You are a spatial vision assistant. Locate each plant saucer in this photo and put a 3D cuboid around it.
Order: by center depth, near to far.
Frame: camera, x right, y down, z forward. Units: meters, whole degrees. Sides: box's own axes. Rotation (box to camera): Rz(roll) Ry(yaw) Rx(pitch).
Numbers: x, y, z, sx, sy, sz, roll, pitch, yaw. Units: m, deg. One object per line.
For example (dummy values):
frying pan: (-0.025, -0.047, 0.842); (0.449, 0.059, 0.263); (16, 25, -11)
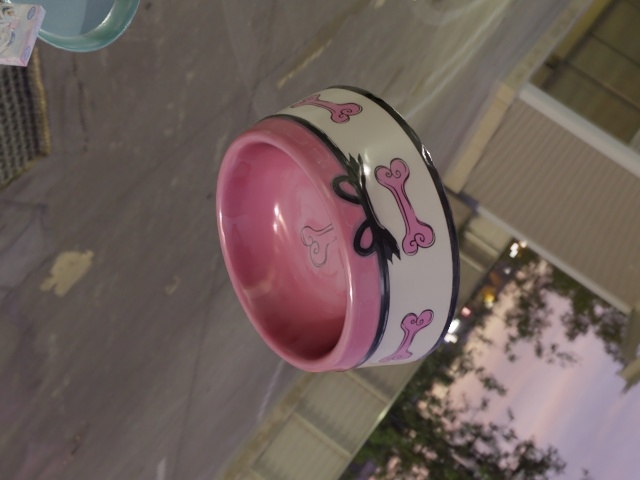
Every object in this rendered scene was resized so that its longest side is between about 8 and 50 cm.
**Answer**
plant saucer: (-0.419, -0.465, 1.452); (0.317, 0.044, 0.317); (-5, 96, -55)

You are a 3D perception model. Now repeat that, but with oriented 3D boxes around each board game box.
board game box: (-0.439, -0.289, 1.249); (0.020, 0.090, 0.090); (57, 43, -65)

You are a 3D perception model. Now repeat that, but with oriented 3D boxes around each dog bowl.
dog bowl: (0.000, 0.000, 1.236); (0.150, 0.408, 0.408); (-17, 151, -31)
